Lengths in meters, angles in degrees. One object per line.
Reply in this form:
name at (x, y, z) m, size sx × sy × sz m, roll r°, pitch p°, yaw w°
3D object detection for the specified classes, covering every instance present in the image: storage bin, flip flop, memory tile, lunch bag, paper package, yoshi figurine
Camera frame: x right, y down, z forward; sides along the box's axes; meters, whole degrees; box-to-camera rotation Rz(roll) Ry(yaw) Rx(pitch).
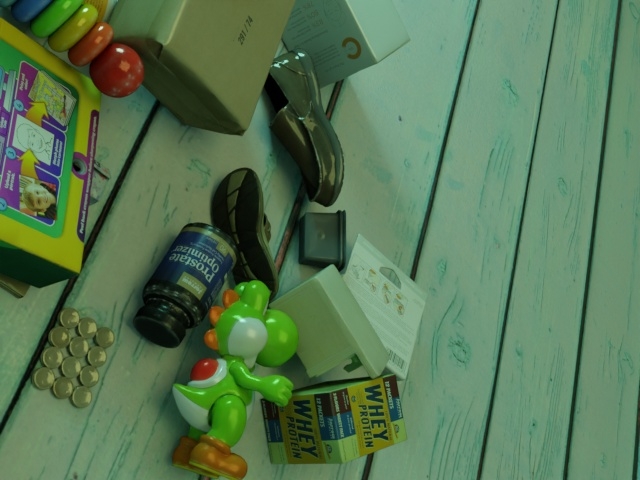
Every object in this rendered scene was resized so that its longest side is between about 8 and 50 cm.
storage bin at (0.000, 0.000, 1.815) m, size 0.091 × 0.098 × 0.135 m, roll 7°, pitch 73°, yaw -15°
flip flop at (-0.140, -0.009, 1.668) m, size 0.080 × 0.112 × 0.277 m, roll -5°, pitch 79°, yaw -72°
memory tile at (-0.414, 0.196, 1.387) m, size 0.113 × 0.012 × 0.148 m, roll 36°, pitch 56°, yaw -33°
lunch bag at (-0.411, -0.114, 1.451) m, size 0.071 × 0.053 × 0.083 m, roll 43°, pitch 43°, yaw -30°
paper package at (-0.216, -0.415, 1.543) m, size 0.309 × 0.168 × 0.324 m, roll 45°, pitch 60°, yaw -57°
yoshi figurine at (-0.133, 0.259, 1.521) m, size 0.203 × 0.204 × 0.362 m, roll 69°, pitch 34°, yaw -65°

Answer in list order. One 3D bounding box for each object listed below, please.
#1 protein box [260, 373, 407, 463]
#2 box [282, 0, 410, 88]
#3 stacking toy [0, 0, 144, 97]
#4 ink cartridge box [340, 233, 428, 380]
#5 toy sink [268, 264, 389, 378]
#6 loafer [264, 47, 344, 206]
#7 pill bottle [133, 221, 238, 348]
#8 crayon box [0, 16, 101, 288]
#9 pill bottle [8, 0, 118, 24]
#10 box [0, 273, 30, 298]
protein box at (0.027, 0.357, 1.651) m, size 0.200 × 0.201 × 0.135 m, roll -5°, pitch 82°, yaw -46°
box at (0.015, -0.549, 1.884) m, size 0.168 × 0.215 × 0.345 m, roll -42°, pitch 109°, yaw -44°
stacking toy at (-0.417, -0.364, 1.329) m, size 0.330 × 0.141 × 0.141 m, roll 46°, pitch 51°, yaw -27°
ink cartridge box at (0.122, 0.157, 1.907) m, size 0.275 × 0.060 × 0.238 m, roll 41°, pitch 52°, yaw -30°
toy sink at (0.018, 0.189, 1.685) m, size 0.234 × 0.131 × 0.153 m, roll 58°, pitch 17°, yaw 0°
loafer at (-0.054, -0.240, 1.813) m, size 0.130 × 0.134 × 0.365 m, roll -12°, pitch 77°, yaw -23°
pill bottle at (-0.248, 0.083, 1.508) m, size 0.123 × 0.123 × 0.219 m, roll 47°, pitch 50°, yaw -26°
crayon box at (-0.498, -0.150, 1.259) m, size 0.313 × 0.106 × 0.362 m, roll 33°, pitch 48°, yaw -49°
pill bottle at (-0.438, -0.429, 1.464) m, size 0.208 × 0.118 × 0.117 m, roll 10°, pitch 72°, yaw -43°
box at (-0.508, -0.032, 1.351) m, size 0.164 × 0.021 × 0.201 m, roll 41°, pitch 53°, yaw -30°
